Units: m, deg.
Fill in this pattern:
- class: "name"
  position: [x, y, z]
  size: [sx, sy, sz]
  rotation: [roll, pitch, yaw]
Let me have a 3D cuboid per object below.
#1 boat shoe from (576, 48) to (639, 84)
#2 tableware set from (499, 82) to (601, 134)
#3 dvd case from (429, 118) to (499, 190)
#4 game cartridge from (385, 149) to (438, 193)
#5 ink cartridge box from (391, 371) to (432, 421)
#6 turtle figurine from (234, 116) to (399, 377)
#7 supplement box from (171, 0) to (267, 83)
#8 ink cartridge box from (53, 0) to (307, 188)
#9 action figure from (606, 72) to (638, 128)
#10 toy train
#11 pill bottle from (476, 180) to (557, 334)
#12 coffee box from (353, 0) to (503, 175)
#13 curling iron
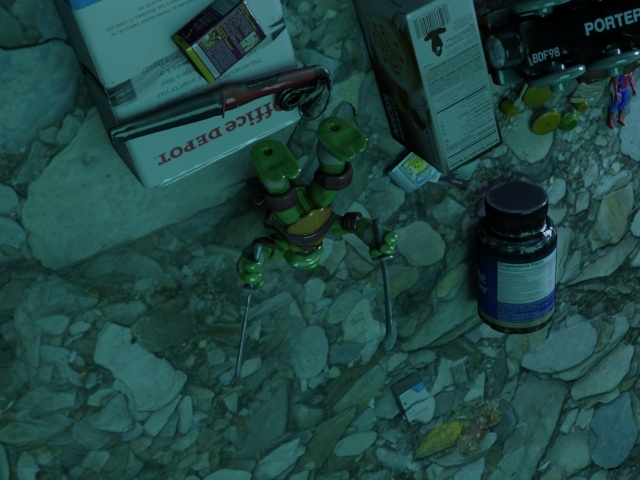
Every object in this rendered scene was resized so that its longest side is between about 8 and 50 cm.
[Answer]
- class: "boat shoe"
  position: [0.453, -0.282, 1.672]
  size: [0.178, 0.064, 0.060]
  rotation: [-21, 136, -9]
- class: "tableware set"
  position: [0.335, -0.200, 1.666]
  size: [0.154, 0.024, 0.104]
  rotation: [-3, 137, -29]
- class: "dvd case"
  position: [0.202, -0.134, 1.638]
  size: [0.087, 0.013, 0.119]
  rotation: [10, 111, -35]
- class: "game cartridge"
  position: [0.140, -0.108, 1.604]
  size: [0.083, 0.017, 0.056]
  rotation: [-44, 123, 7]
- class: "ink cartridge box"
  position: [0.151, 0.261, 1.831]
  size: [0.048, 0.028, 0.083]
  rotation: [-31, 129, -11]
- class: "turtle figurine"
  position: [0.000, 0.000, 1.398]
  size: [0.198, 0.274, 0.266]
  rotation: [6, 142, 6]
- class: "supplement box"
  position: [-0.109, -0.219, 1.211]
  size: [0.083, 0.043, 0.055]
  rotation: [-40, 131, -4]
- class: "ink cartridge box"
  position: [-0.167, -0.247, 1.273]
  size: [0.223, 0.129, 0.307]
  rotation: [-28, 128, -15]
- class: "action figure"
  position: [0.465, -0.229, 1.731]
  size: [0.038, 0.030, 0.115]
  rotation: [-12, 121, -19]
- class: "toy train"
  position: [0.352, -0.289, 1.519]
  size: [0.334, 0.190, 0.142]
  rotation: [-19, 102, -17]
- class: "pill bottle"
  position: [0.299, 0.025, 1.719]
  size: [0.123, 0.123, 0.219]
  rotation: [-20, 125, -20]
- class: "coffee box"
  position: [0.139, -0.227, 1.463]
  size: [0.098, 0.141, 0.246]
  rotation: [-30, 130, -13]
- class: "curling iron"
  position: [-0.104, -0.146, 1.264]
  size: [0.274, 0.035, 0.068]
  rotation: [-16, 125, -24]
